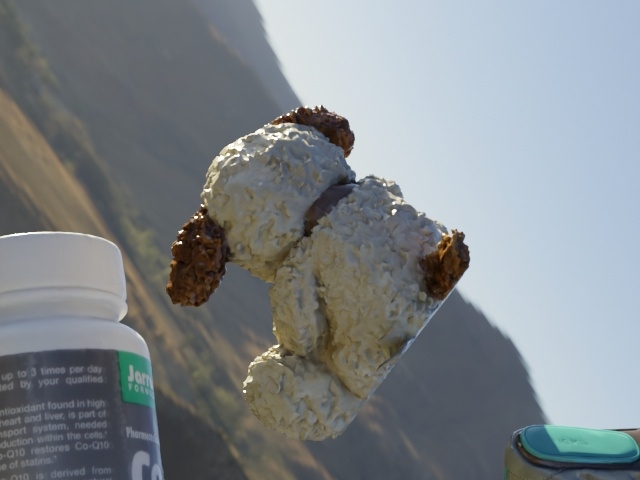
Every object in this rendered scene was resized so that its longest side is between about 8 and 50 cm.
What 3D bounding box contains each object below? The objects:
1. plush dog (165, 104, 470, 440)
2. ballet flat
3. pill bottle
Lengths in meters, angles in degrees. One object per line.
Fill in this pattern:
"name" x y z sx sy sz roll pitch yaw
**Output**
"plush dog" 0.000 0.000 1.158 0.225 0.262 0.210 38 -32 6
"ballet flat" 0.239 0.173 1.029 0.072 0.213 0.068 -100 -168 -62
"pill bottle" -0.247 0.188 1.247 0.204 0.204 0.361 62 18 -73
